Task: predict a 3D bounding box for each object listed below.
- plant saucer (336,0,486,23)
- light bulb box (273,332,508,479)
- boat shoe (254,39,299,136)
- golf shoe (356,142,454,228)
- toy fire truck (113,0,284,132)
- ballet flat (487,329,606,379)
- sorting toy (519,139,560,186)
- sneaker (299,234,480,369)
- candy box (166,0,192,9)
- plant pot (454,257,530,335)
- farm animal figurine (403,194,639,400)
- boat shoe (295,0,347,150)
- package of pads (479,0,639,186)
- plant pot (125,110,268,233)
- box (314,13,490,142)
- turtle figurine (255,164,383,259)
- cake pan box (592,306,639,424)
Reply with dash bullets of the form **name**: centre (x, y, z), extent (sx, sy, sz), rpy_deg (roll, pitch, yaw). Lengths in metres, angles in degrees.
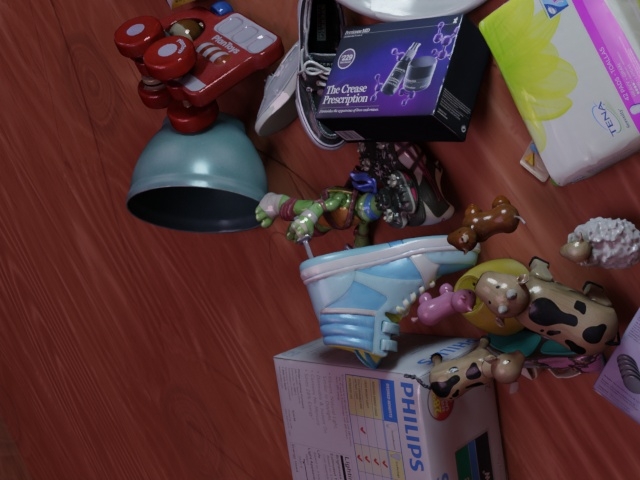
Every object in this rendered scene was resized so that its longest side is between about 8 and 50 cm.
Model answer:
- **plant saucer**: centre (0.131, -0.534, 1.573), extent (0.400, 0.100, 0.400), rpy_deg (13, 139, 11)
- **light bulb box**: centre (0.133, 0.366, 1.858), extent (0.361, 0.225, 0.358), rpy_deg (1, 103, 44)
- **boat shoe**: centre (-0.067, -0.300, 1.949), extent (0.227, 0.079, 0.081), rpy_deg (-50, 61, 36)
- **golf shoe**: centre (0.145, -0.136, 1.775), extent (0.105, 0.120, 0.273), rpy_deg (-54, 43, 48)
- **toy fire truck**: centre (-0.244, -0.372, 1.977), extent (0.302, 0.254, 0.169), rpy_deg (39, 158, 42)
- **ballet flat**: centre (0.376, 0.197, 1.676), extent (0.221, 0.077, 0.079), rpy_deg (-2, 123, 45)
- **sorting toy**: centre (0.364, -0.125, 1.613), extent (0.083, 0.012, 0.062), rpy_deg (45, 130, 26)
- **sneaker**: centre (0.135, 0.107, 1.716), extent (0.127, 0.319, 0.208), rpy_deg (126, 134, -80)
- **candy box**: centre (-0.303, -0.594, 2.008), extent (0.159, 0.071, 0.233), rpy_deg (-1, 127, 55)
- **plant pot**: centre (0.281, 0.093, 1.684), extent (0.134, 0.095, 0.134), rpy_deg (-9, 78, 47)
- **farm animal figurine**: centre (0.307, 0.112, 1.533), extent (0.327, 0.172, 0.330), rpy_deg (8, 109, 6)
- **boat shoe**: centre (0.014, -0.315, 1.809), extent (0.105, 0.113, 0.306), rpy_deg (-132, 43, -81)
- **package of pads**: centre (0.387, -0.253, 1.482), extent (0.229, 0.101, 0.296), rpy_deg (-32, 80, 46)
- **plant pot**: centre (-0.245, -0.150, 2.054), extent (0.293, 0.293, 0.196), rpy_deg (-18, 65, 47)
- **box**: centre (0.137, -0.267, 1.673), extent (0.261, 0.103, 0.184), rpy_deg (4, 69, 44)
- **turtle figurine**: centre (0.000, 0.000, 1.892), extent (0.266, 0.198, 0.274), rpy_deg (6, 105, 49)
- **cake pan box**: centre (0.570, 0.204, 1.480), extent (0.267, 0.070, 0.245), rpy_deg (39, 130, 30)
